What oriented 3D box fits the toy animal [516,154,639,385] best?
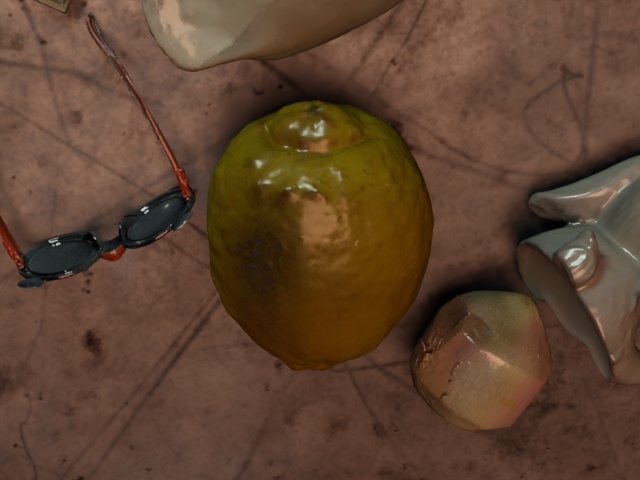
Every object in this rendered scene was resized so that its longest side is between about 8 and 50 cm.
[{"bbox_3d":[0.397,0.008,1.702,0.265,0.272,0.206,-30,140,-6],"label":"toy animal"}]

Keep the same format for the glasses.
[{"bbox_3d":[-0.294,-0.094,1.638,0.234,0.118,0.268,-22,114,6],"label":"glasses"}]

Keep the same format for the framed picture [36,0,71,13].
[{"bbox_3d":[-0.360,-0.381,1.557,0.250,0.016,0.184,22,110,-14],"label":"framed picture"}]

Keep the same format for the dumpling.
[{"bbox_3d":[-0.031,-0.335,1.520,0.341,0.181,0.260,-12,121,14],"label":"dumpling"}]

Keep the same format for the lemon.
[{"bbox_3d":[0.001,-0.007,1.630,0.285,0.285,0.316,-25,146,6],"label":"lemon"}]

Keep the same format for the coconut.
[{"bbox_3d":[0.204,0.140,1.767,0.171,0.171,0.183,24,112,-15],"label":"coconut"}]
